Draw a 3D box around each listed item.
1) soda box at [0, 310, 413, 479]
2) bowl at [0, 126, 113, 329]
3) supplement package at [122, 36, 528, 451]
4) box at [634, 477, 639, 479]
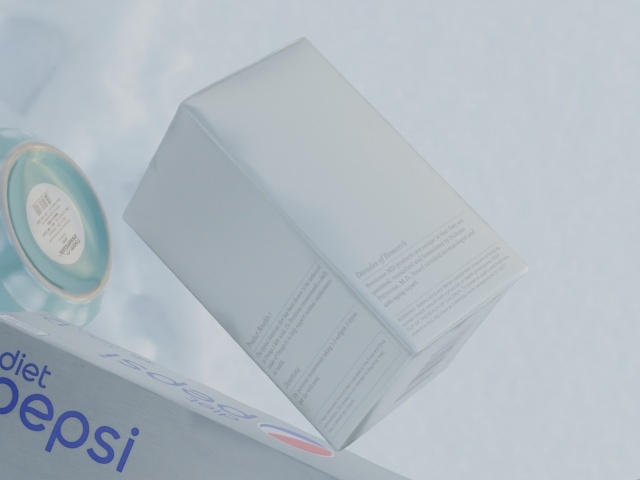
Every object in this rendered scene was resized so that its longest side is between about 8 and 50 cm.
[{"bbox_3d":[-0.076,0.139,1.046,0.098,0.286,0.091,-67,165,4],"label":"soda box"},{"bbox_3d":[-0.335,0.005,1.896,0.311,0.163,0.312,39,39,-42],"label":"bowl"},{"bbox_3d":[0.000,0.000,0.965,0.179,0.105,0.105,47,49,11],"label":"supplement package"},{"bbox_3d":[0.270,0.205,1.045,0.058,0.322,0.232,30,56,-16],"label":"box"}]
